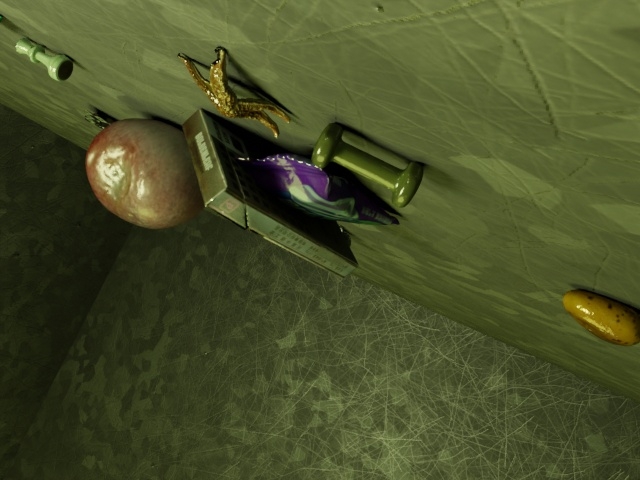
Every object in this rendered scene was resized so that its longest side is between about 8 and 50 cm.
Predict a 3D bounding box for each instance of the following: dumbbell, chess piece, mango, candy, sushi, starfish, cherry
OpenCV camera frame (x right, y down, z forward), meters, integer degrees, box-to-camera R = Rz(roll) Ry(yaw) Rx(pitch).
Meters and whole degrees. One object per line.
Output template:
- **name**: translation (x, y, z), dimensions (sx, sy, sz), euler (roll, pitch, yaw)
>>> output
- **dumbbell**: translation (0.049, -0.080, 0.544), dimensions (0.117, 0.052, 0.046), euler (25, 131, -2)
- **chess piece**: translation (-0.451, -0.297, 0.829), dimensions (0.093, 0.042, 0.042), euler (31, 175, 3)
- **mango**: translation (0.404, 0.109, 0.736), dimensions (0.114, 0.057, 0.079), euler (32, -179, 20)
- **candy**: translation (0.007, -0.068, 0.770), dimensions (0.145, 0.070, 0.275), euler (14, 173, 34)
- **sushi**: translation (-0.526, -0.294, 1.285), dimensions (0.120, 0.026, 0.126), euler (31, 169, -23)
- **starfish**: translation (-0.102, -0.157, 0.543), dimensions (0.133, 0.041, 0.130), euler (25, 173, 6)
- **cherry**: translation (-0.315, -0.135, 1.000), dimensions (0.239, 0.206, 0.239), euler (6, -154, -3)

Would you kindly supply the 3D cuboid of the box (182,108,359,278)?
- **box**: translation (-0.070, -0.063, 0.820), dimensions (0.324, 0.047, 0.180), euler (30, -152, -47)

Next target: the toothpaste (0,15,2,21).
- **toothpaste**: translation (-0.588, -0.368, 0.700), dimensions (0.266, 0.050, 0.065), euler (29, 171, -40)

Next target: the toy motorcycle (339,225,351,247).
- **toy motorcycle**: translation (0.000, 0.000, 1.255), dimensions (0.190, 0.106, 0.074), euler (32, 172, -41)
